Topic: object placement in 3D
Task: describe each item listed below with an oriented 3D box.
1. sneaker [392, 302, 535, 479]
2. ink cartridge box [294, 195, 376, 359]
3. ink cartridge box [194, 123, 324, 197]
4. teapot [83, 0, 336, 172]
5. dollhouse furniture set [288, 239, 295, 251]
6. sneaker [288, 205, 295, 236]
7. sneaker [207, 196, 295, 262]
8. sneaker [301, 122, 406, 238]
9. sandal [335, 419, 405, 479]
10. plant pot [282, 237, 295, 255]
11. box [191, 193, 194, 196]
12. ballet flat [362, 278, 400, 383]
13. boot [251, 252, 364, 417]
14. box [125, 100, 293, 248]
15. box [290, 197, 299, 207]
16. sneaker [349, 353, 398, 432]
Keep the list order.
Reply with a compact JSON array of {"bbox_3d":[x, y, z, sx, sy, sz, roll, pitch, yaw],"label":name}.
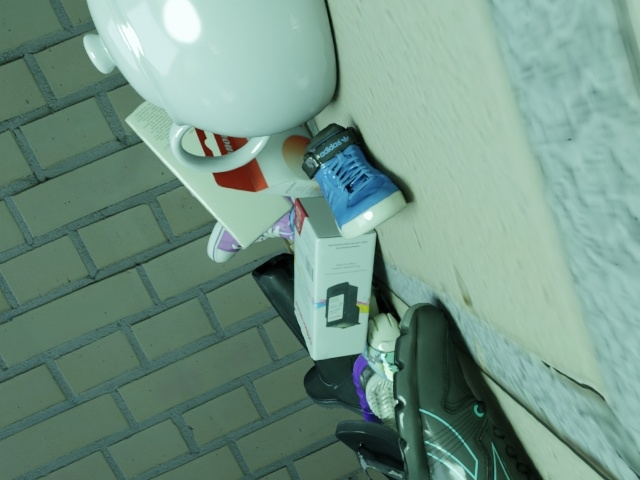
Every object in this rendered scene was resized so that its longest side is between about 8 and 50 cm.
[{"bbox_3d":[0.112,0.180,0.345,0.101,0.106,0.267,62,-157,-71],"label":"sneaker"},{"bbox_3d":[0.012,0.045,0.590,0.127,0.072,0.175,-120,28,-59],"label":"ink cartridge box"},{"bbox_3d":[-0.076,-0.129,0.611,0.179,0.045,0.145,3,-127,-48],"label":"ink cartridge box"},{"bbox_3d":[-0.110,-0.190,0.402,0.252,0.187,0.256,-129,14,-77],"label":"teapot"},{"bbox_3d":[-0.083,-0.123,1.179,0.259,0.135,0.262,55,-178,-27],"label":"dollhouse furniture set"},{"bbox_3d":[0.000,0.000,0.960,0.087,0.083,0.221,12,125,43],"label":"sneaker"},{"bbox_3d":[-0.133,-0.023,1.019,0.161,0.282,0.102,45,-161,14],"label":"sneaker"},{"bbox_3d":[0.020,-0.055,0.379,0.084,0.058,0.152,58,-176,-10],"label":"sneaker"},{"bbox_3d":[0.129,0.359,0.682,0.254,0.054,0.097,40,135,-3],"label":"sandal"},{"bbox_3d":[-0.027,0.071,1.427,0.237,0.110,0.237,156,90,-85],"label":"plant pot"},{"bbox_3d":[-0.207,-0.237,1.018,0.213,0.243,0.117,-120,7,-52],"label":"box"},{"bbox_3d":[0.074,0.110,0.625,0.188,0.070,0.070,-121,8,-51],"label":"ballet flat"},{"bbox_3d":[-0.040,0.244,1.197,0.445,0.146,0.367,52,148,-13],"label":"boot"},{"bbox_3d":[-0.177,-0.124,0.755,0.275,0.113,0.094,50,177,-10],"label":"box"},{"bbox_3d":[-0.078,-0.201,0.812,0.067,0.063,0.324,75,170,-59],"label":"box"},{"bbox_3d":[0.108,0.249,0.768,0.146,0.102,0.293,-118,13,-46],"label":"sneaker"}]
